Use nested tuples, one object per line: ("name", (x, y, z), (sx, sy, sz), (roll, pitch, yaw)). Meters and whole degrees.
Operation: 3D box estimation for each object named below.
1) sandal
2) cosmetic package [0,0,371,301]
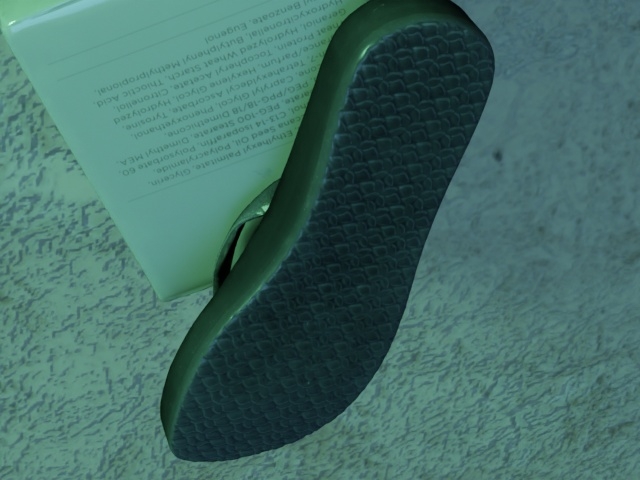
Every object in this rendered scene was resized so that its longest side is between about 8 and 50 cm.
("sandal", (0.001, 0.000, 0.670), (0.097, 0.054, 0.254), (11, 120, -34))
("cosmetic package", (-0.049, -0.100, 0.695), (0.151, 0.151, 0.184), (-20, 134, 4))
